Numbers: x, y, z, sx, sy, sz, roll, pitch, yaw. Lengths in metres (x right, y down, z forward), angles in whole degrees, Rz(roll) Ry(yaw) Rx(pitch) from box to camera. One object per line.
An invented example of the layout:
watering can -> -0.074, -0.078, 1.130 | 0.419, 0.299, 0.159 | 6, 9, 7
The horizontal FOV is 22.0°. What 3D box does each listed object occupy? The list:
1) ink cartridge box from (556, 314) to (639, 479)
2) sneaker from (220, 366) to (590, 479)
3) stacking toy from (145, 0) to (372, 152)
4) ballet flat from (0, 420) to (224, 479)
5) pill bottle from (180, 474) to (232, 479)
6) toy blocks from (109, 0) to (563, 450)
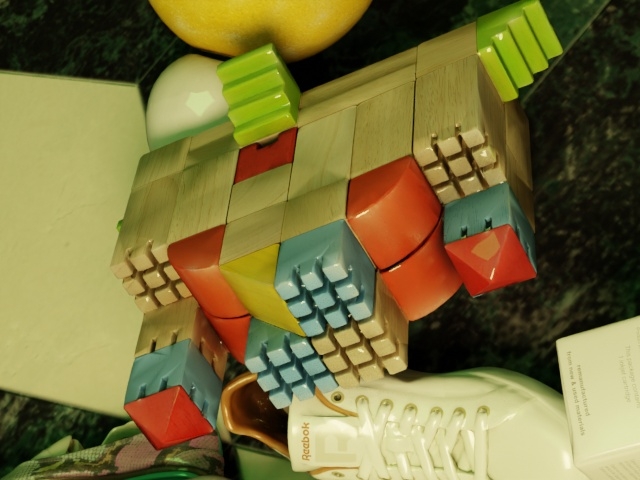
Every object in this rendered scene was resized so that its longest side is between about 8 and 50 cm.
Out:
ink cartridge box -> 0.279, 0.097, 1.035 | 0.218, 0.158, 0.092 | -17, 60, 22
sneaker -> 0.053, 0.143, 1.149 | 0.290, 0.123, 0.105 | 9, 107, 38
stacking toy -> -0.048, -0.268, 1.354 | 0.351, 0.351, 0.479 | 19, 96, 35
ballet flat -> -0.176, 0.186, 1.312 | 0.222, 0.077, 0.079 | -16, 42, 17
pill bottle -> -0.117, 0.254, 1.189 | 0.272, 0.152, 0.152 | -16, 61, 22
toy blocks -> 0.000, 0.000, 1.157 | 0.381, 0.190, 0.261 | -21, 33, 18
